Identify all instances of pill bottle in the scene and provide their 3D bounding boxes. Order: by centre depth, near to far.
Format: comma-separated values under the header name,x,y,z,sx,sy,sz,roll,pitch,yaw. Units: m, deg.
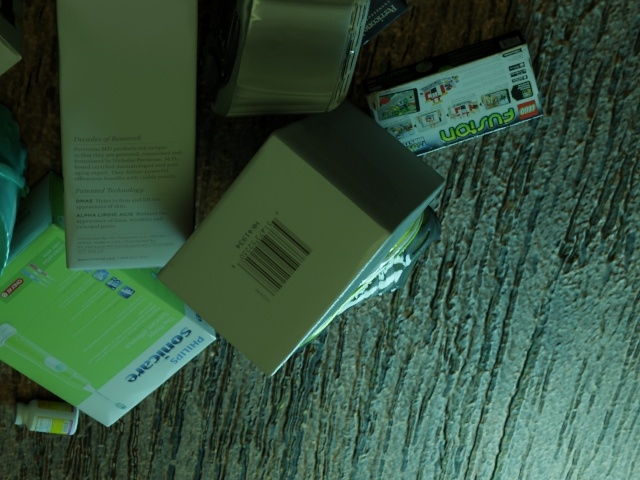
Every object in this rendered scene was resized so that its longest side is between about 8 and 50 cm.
name,x,y,z,sx,sy,sz,roll,pitch,yaw
pill bottle,-0.378,0.242,2.172,0.083,0.043,0.043,9,125,-16

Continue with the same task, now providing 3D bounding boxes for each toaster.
name,x,y,z,sx,sy,sz,roll,pitch,yaw
toaster,-0.038,-0.234,1.683,0.146,0.129,0.227,2,126,-17

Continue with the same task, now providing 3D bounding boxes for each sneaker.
name,x,y,z,sx,sy,sz,roll,pitch,yaw
sneaker,0.045,0.051,2.061,0.300,0.111,0.121,-41,143,22

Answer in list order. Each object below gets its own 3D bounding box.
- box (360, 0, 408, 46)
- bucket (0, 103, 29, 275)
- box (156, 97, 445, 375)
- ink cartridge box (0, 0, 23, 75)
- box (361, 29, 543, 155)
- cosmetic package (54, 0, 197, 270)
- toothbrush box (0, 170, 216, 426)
name,x,y,z,sx,sy,sz,roll,pitch,yaw
box,-0.025,-0.304,1.780,0.153,0.108,0.207,-38,124,17
bucket,-0.481,-0.052,1.840,0.281,0.183,0.281,-5,128,-7
box,-0.011,-0.016,1.804,0.168,0.345,0.215,41,107,4
ink cartridge box,-0.395,-0.228,1.726,0.127,0.175,0.072,-34,125,16
box,0.165,-0.176,1.958,0.207,0.036,0.114,-17,128,3
cosmetic package,-0.220,-0.178,1.775,0.156,0.217,0.385,-3,126,-8
toothbrush box,-0.307,0.080,2.012,0.206,0.122,0.283,-40,123,19
